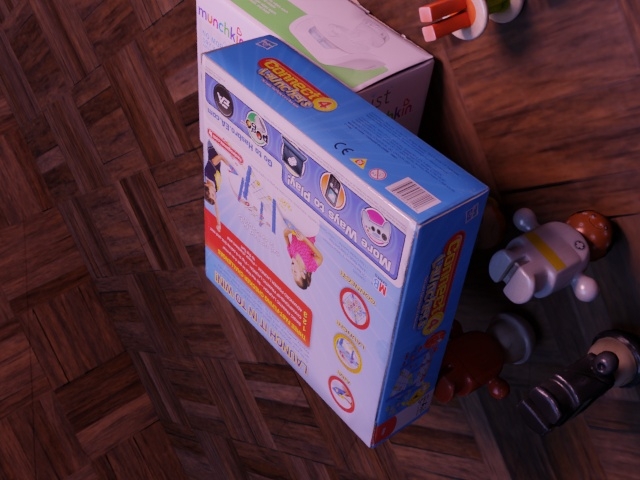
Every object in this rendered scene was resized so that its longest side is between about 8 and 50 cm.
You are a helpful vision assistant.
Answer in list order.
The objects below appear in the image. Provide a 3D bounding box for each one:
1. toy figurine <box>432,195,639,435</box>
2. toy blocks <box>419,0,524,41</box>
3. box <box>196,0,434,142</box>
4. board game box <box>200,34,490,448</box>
[{"bbox_3d":[0.197,0.064,0.809,0.213,0.148,0.209,4,112,56],"label":"toy figurine"},{"bbox_3d":[0.116,-0.218,0.686,0.054,0.148,0.123,44,144,26],"label":"toy blocks"},{"bbox_3d":[-0.017,-0.159,0.945,0.262,0.127,0.231,42,146,29],"label":"box"},{"bbox_3d":[0.000,0.000,0.823,0.308,0.086,0.301,42,143,33],"label":"board game box"}]
